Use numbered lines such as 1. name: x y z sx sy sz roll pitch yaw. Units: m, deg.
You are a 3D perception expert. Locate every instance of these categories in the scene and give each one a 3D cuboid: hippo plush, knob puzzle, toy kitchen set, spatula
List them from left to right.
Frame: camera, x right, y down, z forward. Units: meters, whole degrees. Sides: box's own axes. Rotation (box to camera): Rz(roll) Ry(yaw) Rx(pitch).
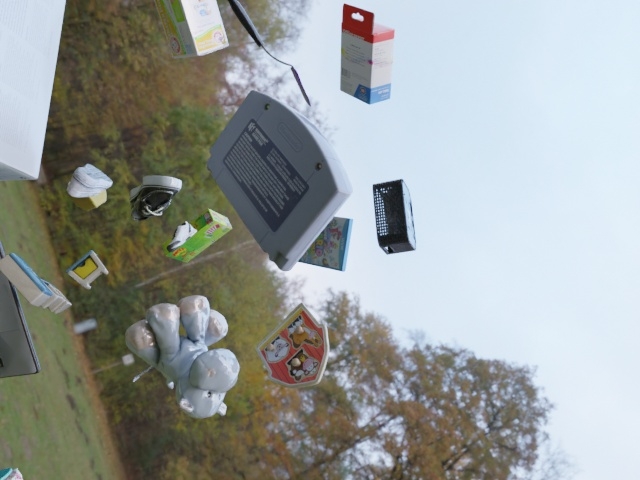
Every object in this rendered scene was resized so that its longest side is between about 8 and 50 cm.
1. toy kitchen set: -0.621 0.065 1.364 0.122 0.166 0.207 45 -15 5
2. hippo plush: -0.324 0.297 1.351 0.294 0.234 0.236 -52 -134 9
3. spatula: -0.108 -0.417 1.271 0.296 0.030 0.084 46 7 -24
4. knob puzzle: -0.060 0.271 1.402 0.030 0.213 0.213 41 11 -52

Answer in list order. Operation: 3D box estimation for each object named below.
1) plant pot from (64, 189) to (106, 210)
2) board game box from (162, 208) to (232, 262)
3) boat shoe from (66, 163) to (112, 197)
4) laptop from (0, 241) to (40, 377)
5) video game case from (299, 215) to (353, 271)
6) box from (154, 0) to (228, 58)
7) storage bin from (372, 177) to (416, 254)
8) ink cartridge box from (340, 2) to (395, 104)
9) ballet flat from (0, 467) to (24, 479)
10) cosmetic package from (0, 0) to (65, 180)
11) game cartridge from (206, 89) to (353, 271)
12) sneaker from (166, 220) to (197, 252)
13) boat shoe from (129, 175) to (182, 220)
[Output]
1. plant pot: -0.692 -0.137 1.726 0.081 0.081 0.083 -13 -67 30
2. board game box: -0.355 -0.011 1.662 0.092 0.181 0.043 30 28 -59
3. boat shoe: -0.638 -0.157 1.571 0.083 0.076 0.226 41 0 -4
4. laptop: -0.952 0.198 1.382 0.407 0.236 0.382 -11 -83 25
5. video game case: 0.000 0.000 1.326 0.166 0.015 0.119 10 -89 42
6. box: -0.323 -0.561 1.414 0.114 0.103 0.203 9 -56 43
7. storage bin: 0.201 -0.063 1.560 0.122 0.084 0.180 39 43 -64
8. ink cartridge box: 0.120 -0.489 1.499 0.134 0.078 0.231 39 -39 42
9. ballet flat: -0.576 0.424 0.912 0.091 0.240 0.077 -59 134 -73
10. cosmetic package: -0.489 -0.303 0.782 0.284 0.097 0.378 49 42 -73
11. game cartridge: -0.074 -0.116 0.968 0.196 0.060 0.294 -53 -126 22
12. sneaker: -0.359 -0.009 1.460 0.040 0.109 0.044 -29 -75 34
13. boat shoe: -0.347 -0.084 1.207 0.219 0.077 0.070 -16 -110 58
